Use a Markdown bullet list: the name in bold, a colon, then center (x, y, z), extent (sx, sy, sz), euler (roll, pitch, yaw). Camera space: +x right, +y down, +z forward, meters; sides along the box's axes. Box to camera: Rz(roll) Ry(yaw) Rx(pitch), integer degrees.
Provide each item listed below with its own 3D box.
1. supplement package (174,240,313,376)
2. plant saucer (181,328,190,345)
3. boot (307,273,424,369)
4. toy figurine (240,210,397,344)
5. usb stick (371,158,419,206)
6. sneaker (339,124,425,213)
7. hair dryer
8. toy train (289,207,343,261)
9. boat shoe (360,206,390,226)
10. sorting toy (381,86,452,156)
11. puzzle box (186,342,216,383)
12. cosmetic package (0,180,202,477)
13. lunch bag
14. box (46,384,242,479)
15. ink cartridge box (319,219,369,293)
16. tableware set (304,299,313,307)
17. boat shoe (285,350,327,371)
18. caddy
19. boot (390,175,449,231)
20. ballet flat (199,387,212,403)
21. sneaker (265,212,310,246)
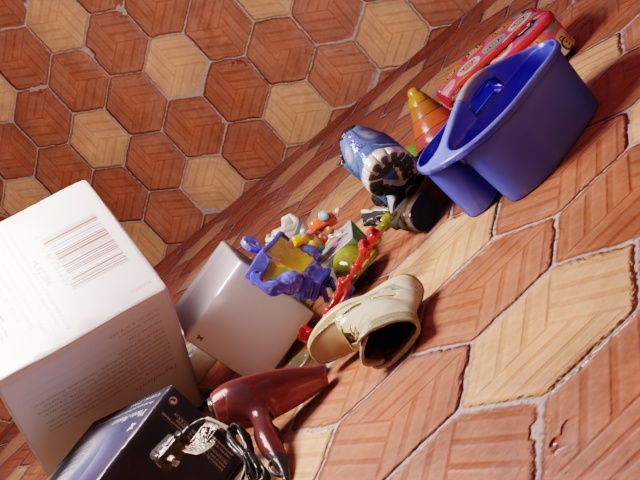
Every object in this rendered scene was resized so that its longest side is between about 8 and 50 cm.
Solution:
- **supplement package**: center (-0.155, 0.136, 1.975), extent (0.177, 0.175, 0.293), euler (-54, 14, 0)
- **plant saucer**: center (-0.330, 0.251, 2.567), extent (0.198, 0.036, 0.198), euler (-42, 12, 11)
- **boot**: center (0.062, 0.146, 1.539), extent (0.213, 0.077, 0.165), euler (-33, 15, 17)
- **toy figurine**: center (-0.027, 0.021, 1.796), extent (0.191, 0.217, 0.362), euler (-66, -7, 28)
- **usb stick**: center (0.216, -0.153, 2.172), extent (0.278, 0.045, 0.077), euler (-34, 11, 41)
- **sneaker**: center (0.128, -0.147, 1.973), extent (0.130, 0.147, 0.330), euler (-43, -24, 4)
- **hair dryer**: center (-0.086, 0.285, 1.528), extent (0.223, 0.080, 0.293), euler (17, 45, 30)
- **toy train**: center (0.000, 0.000, 1.948), extent (0.125, 0.046, 0.166), euler (-29, -18, 2)
- **boat shoe**: center (0.121, -0.049, 2.140), extent (0.046, 0.038, 0.125), euler (-2, -2, -27)
- **sorting toy**: center (0.191, -0.236, 2.200), extent (0.127, 0.126, 0.365), euler (-31, -2, -16)
- **puzzle box**: center (-0.399, 0.364, 2.356), extent (0.409, 0.052, 0.272), euler (-31, 16, 46)
- **cosmetic package**: center (-0.459, 0.179, 1.889), extent (0.327, 0.329, 0.394), euler (-31, -36, -19)
- **lunch bag**: center (0.395, -0.360, 2.171), extent (0.293, 0.120, 0.258), euler (-43, 15, 8)
- **box**: center (-0.323, 0.416, 1.607), extent (0.296, 0.183, 0.294), euler (-31, 18, 47)
- **ink cartridge box**: center (0.043, 0.023, 2.079), extent (0.109, 0.062, 0.209), euler (-42, 11, 11)
- **tableware set**: center (-0.055, 0.141, 2.079), extent (0.104, 0.024, 0.154), euler (-39, 12, 19)
- **boat shoe**: center (-0.053, 0.242, 1.688), extent (0.153, 0.048, 0.056), euler (-45, 22, 23)
- **caddy**: center (0.305, -0.203, 1.731), extent (0.341, 0.179, 0.241), euler (-50, 14, -30)
- **boot**: center (0.209, -0.102, 1.930), extent (0.219, 0.082, 0.106), euler (-50, 16, -22)
- **ballet flat**: center (-0.252, 0.319, 2.066), extent (0.041, 0.041, 0.114), euler (-48, 12, -25)
- **sneaker**: center (-0.100, 0.027, 2.464), extent (0.087, 0.092, 0.229), euler (-30, 19, 42)
